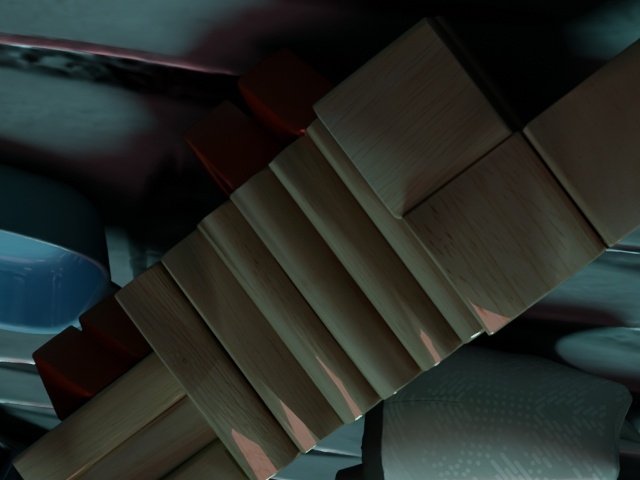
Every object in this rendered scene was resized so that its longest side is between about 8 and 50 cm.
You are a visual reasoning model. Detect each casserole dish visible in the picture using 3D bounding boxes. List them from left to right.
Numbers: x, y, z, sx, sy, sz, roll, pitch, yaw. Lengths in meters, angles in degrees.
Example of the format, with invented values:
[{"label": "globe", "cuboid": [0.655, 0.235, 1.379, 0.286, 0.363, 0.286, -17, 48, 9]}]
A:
[{"label": "casserole dish", "cuboid": [-0.167, -0.007, 0.745, 0.188, 0.037, 0.114, 14, 157, -14]}]

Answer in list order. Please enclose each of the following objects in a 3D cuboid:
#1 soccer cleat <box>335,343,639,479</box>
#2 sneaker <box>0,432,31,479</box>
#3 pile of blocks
[{"label": "soccer cleat", "cuboid": [0.110, 0.147, 0.922, 0.143, 0.116, 0.331, 1, 156, 17]}, {"label": "sneaker", "cuboid": [-0.206, 0.138, 1.024, 0.300, 0.111, 0.121, 18, 150, -31]}, {"label": "pile of blocks", "cuboid": [0.000, 0.000, 0.656, 0.112, 0.149, 0.362, 53, 139, 2]}]
